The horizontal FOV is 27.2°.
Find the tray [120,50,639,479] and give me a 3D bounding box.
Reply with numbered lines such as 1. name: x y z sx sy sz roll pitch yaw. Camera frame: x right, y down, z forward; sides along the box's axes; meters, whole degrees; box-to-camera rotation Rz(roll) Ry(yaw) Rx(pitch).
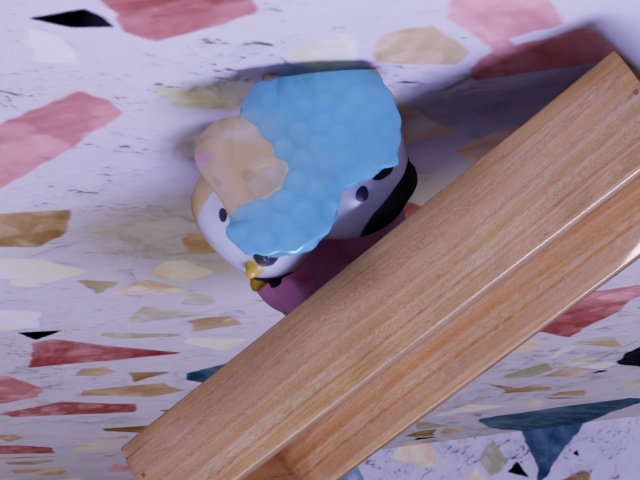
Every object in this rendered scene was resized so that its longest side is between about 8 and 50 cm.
1. tray: 0.076 0.048 0.897 0.411 0.076 0.203 -38 160 18

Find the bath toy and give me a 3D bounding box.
1. bath toy: 0.000 0.000 0.954 0.151 0.129 0.348 -6 163 6
